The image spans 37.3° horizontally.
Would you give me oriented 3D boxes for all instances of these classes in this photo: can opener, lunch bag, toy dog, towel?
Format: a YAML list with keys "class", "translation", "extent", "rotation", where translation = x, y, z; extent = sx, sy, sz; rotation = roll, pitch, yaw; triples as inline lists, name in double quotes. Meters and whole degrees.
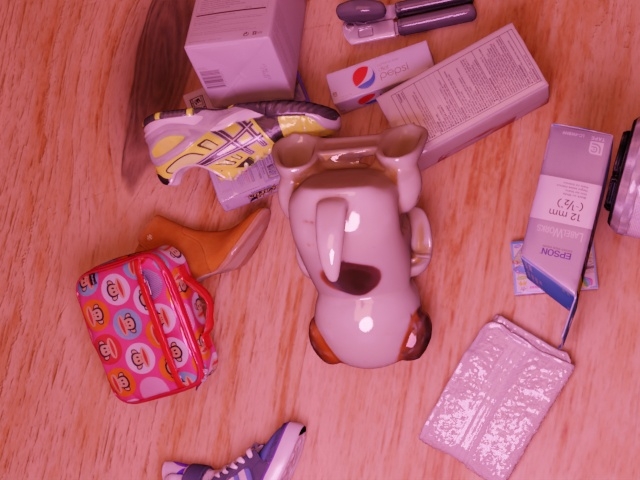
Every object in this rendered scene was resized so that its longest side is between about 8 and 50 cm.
- class: "can opener"
  translation: [0.174, -0.458, 1.922]
  extent: [0.280, 0.093, 0.074]
  rotation: [-7, 78, 9]
- class: "lunch bag"
  translation: [-0.325, 0.163, 1.878]
  extent: [0.258, 0.120, 0.293]
  rotation: [-17, 96, 22]
- class: "toy dog"
  translation: [0.086, 0.039, 1.711]
  extent: [0.284, 0.395, 0.408]
  rotation: [-9, 119, 2]
- class: "towel"
  translation: [0.329, 0.297, 1.763]
  extent: [0.187, 0.049, 0.282]
  rotation: [30, 89, 18]

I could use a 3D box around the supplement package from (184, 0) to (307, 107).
- class: "supplement package"
  translation: [-0.142, -0.438, 1.902]
  extent: [0.175, 0.177, 0.293]
  rotation: [-4, 54, 15]

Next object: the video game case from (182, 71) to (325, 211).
- class: "video game case"
  translation: [-0.126, -0.223, 1.936]
  extent: [0.244, 0.061, 0.270]
  rotation: [-22, 67, 2]

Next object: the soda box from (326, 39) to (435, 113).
- class: "soda box"
  translation: [0.126, -0.328, 1.914]
  extent: [0.216, 0.074, 0.069]
  rotation: [-18, 76, 11]

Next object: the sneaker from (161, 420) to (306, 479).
- class: "sneaker"
  translation: [-0.193, 0.454, 1.830]
  extent: [0.236, 0.130, 0.323]
  rotation: [26, 93, 14]

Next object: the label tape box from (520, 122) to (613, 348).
- class: "label tape box"
  translation: [0.418, 0.001, 1.656]
  extent: [0.115, 0.249, 0.348]
  rotation: [15, 83, 17]

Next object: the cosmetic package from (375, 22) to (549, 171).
- class: "cosmetic package"
  translation: [0.277, -0.271, 1.836]
  extent: [0.296, 0.129, 0.153]
  rotation: [-27, 76, 8]

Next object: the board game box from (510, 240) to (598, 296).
- class: "board game box"
  translation: [0.440, 0.048, 1.788]
  extent: [0.154, 0.026, 0.104]
  rotation: [-5, 79, 14]

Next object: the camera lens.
- class: "camera lens"
  translation: [0.651, -0.093, 1.657]
  extent: [0.274, 0.219, 0.220]
  rotation: [14, 84, 17]

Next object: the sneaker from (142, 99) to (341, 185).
- class: "sneaker"
  translation: [-0.146, -0.192, 1.842]
  extent: [0.384, 0.145, 0.147]
  rotation: [-6, 93, 8]

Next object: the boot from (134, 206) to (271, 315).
- class: "boot"
  translation: [-0.257, 0.001, 1.943]
  extent: [0.211, 0.104, 0.295]
  rotation: [38, 96, 17]
